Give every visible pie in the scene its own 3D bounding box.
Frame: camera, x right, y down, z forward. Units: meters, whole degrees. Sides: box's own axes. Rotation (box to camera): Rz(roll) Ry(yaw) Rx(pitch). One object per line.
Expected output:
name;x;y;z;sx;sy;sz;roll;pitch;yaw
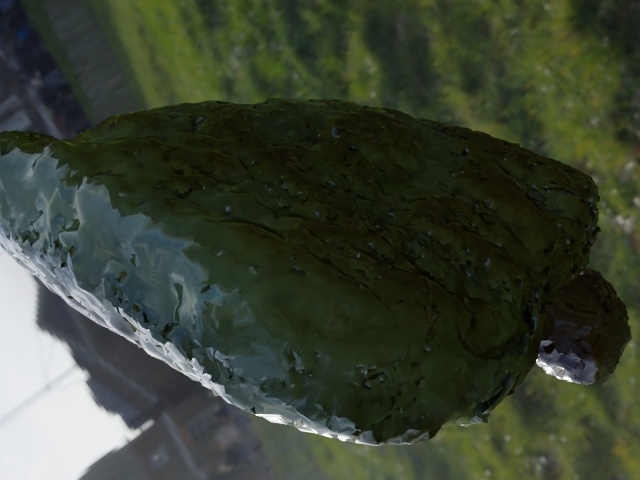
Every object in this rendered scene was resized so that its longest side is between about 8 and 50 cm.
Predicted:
pie;-0.023;-0.003;0.823;0.395;0.181;0.418;19;-168;33
